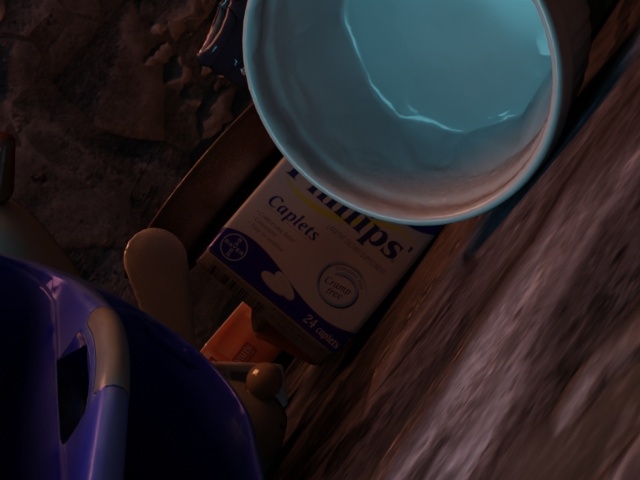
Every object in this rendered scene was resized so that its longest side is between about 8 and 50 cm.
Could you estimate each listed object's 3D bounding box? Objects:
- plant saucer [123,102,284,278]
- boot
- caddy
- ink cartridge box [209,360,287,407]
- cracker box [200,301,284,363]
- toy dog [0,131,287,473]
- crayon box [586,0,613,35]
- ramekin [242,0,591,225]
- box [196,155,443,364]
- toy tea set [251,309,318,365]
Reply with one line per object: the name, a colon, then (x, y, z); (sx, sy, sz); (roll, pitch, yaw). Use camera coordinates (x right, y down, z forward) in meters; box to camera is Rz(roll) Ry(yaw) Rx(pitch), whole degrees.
plant saucer: (-0.081, -0.036, 1.465); (0.198, 0.036, 0.198); (-50, -3, -4)
boot: (-0.027, -0.212, 1.552); (0.190, 0.086, 0.069); (-62, 16, -3)
caddy: (-0.154, 0.127, 1.058); (0.179, 0.241, 0.341); (-61, 21, 19)
ink cartridge box: (-0.131, 0.151, 1.589); (0.179, 0.145, 0.045); (-37, 54, 53)
cracker box: (-0.098, 0.139, 1.902); (0.155, 0.067, 0.232); (-49, -3, -42)
toy dog: (-0.162, 0.037, 1.304); (0.161, 0.334, 0.220); (-58, 35, 20)
crayon box: (0.189, -0.222, 1.399); (0.323, 0.083, 0.203); (-56, 3, -23)
ramekin: (0.067, -0.123, 1.121); (0.207, 0.207, 0.109); (-52, -6, 35)
box: (0.000, 0.000, 1.368); (0.137, 0.126, 0.072); (-51, 1, -14)
toy tea set: (0.033, -0.055, 1.559); (0.336, 0.124, 0.200); (-57, 4, -39)
